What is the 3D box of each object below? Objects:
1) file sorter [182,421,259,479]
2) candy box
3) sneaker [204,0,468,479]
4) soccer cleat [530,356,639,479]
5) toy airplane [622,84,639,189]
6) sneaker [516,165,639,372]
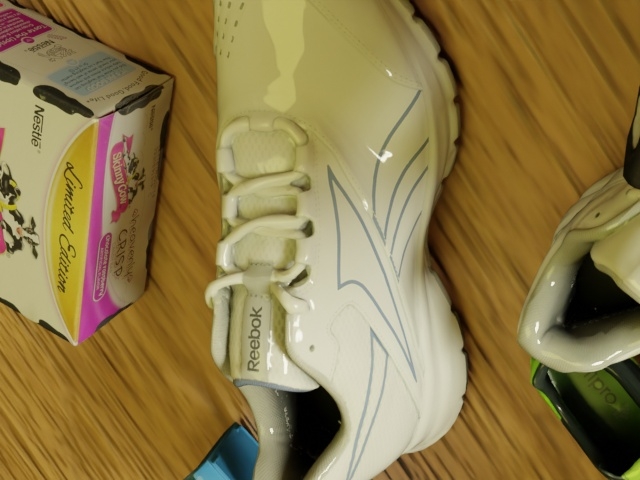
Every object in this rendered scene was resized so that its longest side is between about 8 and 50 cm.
[{"bbox_3d":[-0.050,0.187,0.702,0.104,0.170,0.118,-43,88,-1],"label":"file sorter"},{"bbox_3d":[-0.207,-0.062,0.746,0.233,0.071,0.159,26,127,19],"label":"candy box"},{"bbox_3d":[0.000,0.000,0.605,0.111,0.129,0.297,3,116,34],"label":"sneaker"},{"bbox_3d":[0.165,0.109,0.582,0.179,0.072,0.060,42,109,11],"label":"soccer cleat"},{"bbox_3d":[0.179,-0.148,0.268,0.386,0.272,0.384,-32,97,17],"label":"toy airplane"},{"bbox_3d":[0.160,-0.016,0.495,0.090,0.115,0.232,40,131,8],"label":"sneaker"}]
